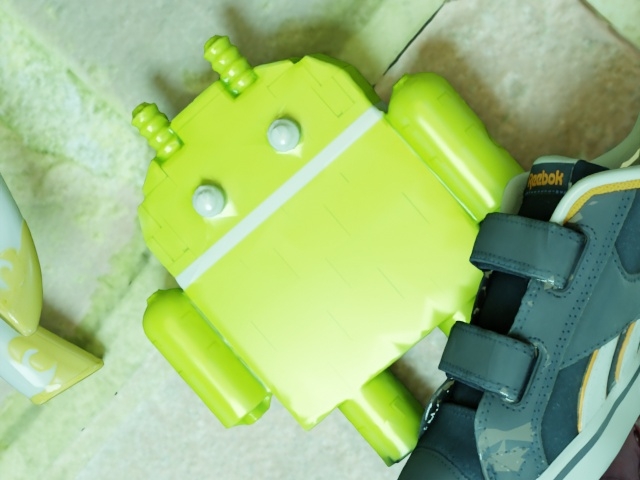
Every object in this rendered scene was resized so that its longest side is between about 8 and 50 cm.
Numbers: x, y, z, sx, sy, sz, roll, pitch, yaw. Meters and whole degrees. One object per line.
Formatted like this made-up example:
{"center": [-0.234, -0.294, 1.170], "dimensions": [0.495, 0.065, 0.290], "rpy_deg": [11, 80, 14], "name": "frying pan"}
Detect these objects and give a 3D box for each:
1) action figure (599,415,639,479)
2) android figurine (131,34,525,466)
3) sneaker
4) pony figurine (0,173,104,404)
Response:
{"center": [0.182, 0.200, 0.888], "dimensions": [0.275, 0.248, 0.370], "rpy_deg": [19, 91, 50], "name": "action figure"}
{"center": [0.000, 0.000, 0.919], "dimensions": [0.248, 0.056, 0.273], "rpy_deg": [-39, 93, 14], "name": "android figurine"}
{"center": [0.127, 0.037, 0.821], "dimensions": [0.321, 0.126, 0.127], "rpy_deg": [-46, 108, -14], "name": "sneaker"}
{"center": [-0.352, -0.002, 0.900], "dimensions": [0.351, 0.303, 0.363], "rpy_deg": [-32, 90, -18], "name": "pony figurine"}
